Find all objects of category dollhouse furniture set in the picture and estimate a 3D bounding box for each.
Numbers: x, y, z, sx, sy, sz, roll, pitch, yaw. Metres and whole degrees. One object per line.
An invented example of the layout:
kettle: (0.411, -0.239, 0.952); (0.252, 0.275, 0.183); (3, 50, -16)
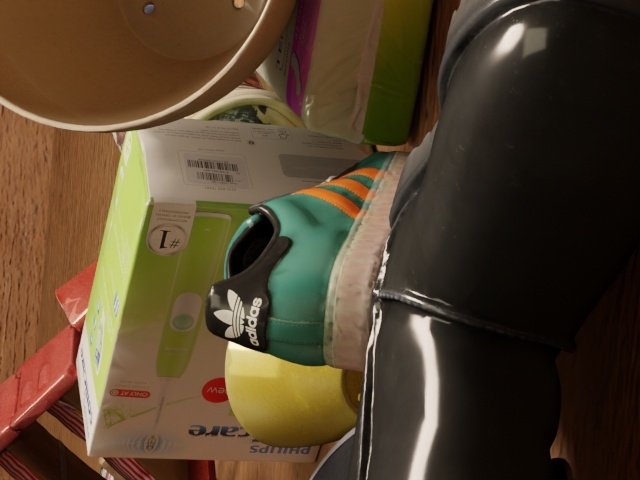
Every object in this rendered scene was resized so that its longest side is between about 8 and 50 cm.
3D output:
dollhouse furniture set: (-0.228, 0.160, 1.726); (0.152, 0.201, 0.374); (-41, 20, 11)

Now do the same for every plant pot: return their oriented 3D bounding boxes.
plant pot: (-0.130, -0.216, 1.300); (0.191, 0.284, 0.284); (6, -92, -73)
plant pot: (0.009, 0.098, 1.309); (0.095, 0.134, 0.134); (4, 90, 46)

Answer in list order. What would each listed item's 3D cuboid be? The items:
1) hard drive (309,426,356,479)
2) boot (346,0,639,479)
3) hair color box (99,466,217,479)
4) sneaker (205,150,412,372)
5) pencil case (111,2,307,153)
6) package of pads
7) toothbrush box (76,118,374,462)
hard drive: (0.039, 0.224, 1.267); (0.255, 0.054, 0.172); (124, 146, -58)
boot: (0.076, 0.128, 0.856); (0.367, 0.146, 0.445); (105, 180, -68)
hair color box: (-0.162, 0.339, 1.794); (0.347, 0.105, 0.174); (-144, 64, -70)
sneaker: (0.000, 0.000, 1.195); (0.302, 0.121, 0.108); (-60, -24, -70)
pencil case: (-0.110, -0.122, 1.649); (0.183, 0.160, 0.410); (-52, 25, 7)
package of pads: (0.020, -0.248, 1.362); (0.229, 0.101, 0.297); (-127, 45, -64)
toothbrush box: (-0.078, 0.047, 1.435); (0.122, 0.206, 0.283); (-106, 27, -47)
